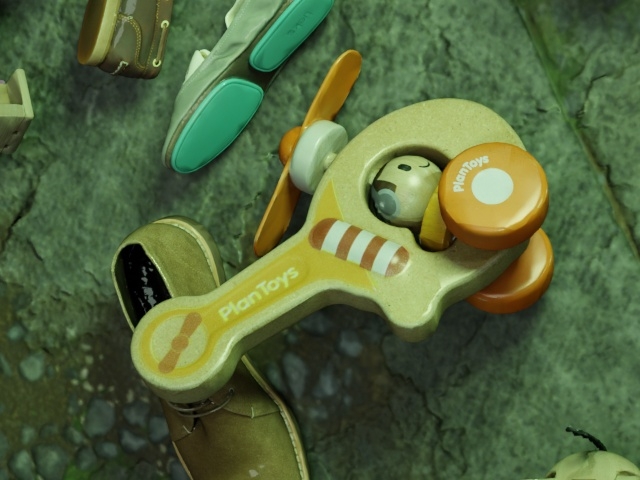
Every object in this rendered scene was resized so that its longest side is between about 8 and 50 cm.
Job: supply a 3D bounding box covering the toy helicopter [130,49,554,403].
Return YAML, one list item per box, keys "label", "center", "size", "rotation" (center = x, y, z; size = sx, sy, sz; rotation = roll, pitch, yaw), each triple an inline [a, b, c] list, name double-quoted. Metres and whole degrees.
- label: "toy helicopter"
  center: [0.000, 0.000, 1.470]
  size: [0.355, 0.140, 0.235]
  rotation: [-32, 61, -8]

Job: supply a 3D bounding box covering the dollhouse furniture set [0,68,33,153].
- label: "dollhouse furniture set"
  center: [-0.438, -0.194, 1.616]
  size: [0.198, 0.286, 0.303]
  rotation: [-43, 55, 52]

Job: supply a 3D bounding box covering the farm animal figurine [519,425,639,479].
- label: "farm animal figurine"
  center: [0.194, 0.311, 1.480]
  size: [0.330, 0.172, 0.326]
  rotation: [15, 88, 21]

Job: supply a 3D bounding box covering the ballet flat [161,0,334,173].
- label: "ballet flat"
  center: [-0.069, -0.151, 1.546]
  size: [0.213, 0.072, 0.068]
  rotation: [-50, 55, 15]

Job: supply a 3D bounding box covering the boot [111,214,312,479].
- label: "boot"
  center: [-0.101, 0.132, 1.557]
  size: [0.112, 0.115, 0.305]
  rotation: [-22, 92, 15]

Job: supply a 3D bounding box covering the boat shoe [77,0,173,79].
- label: "boat shoe"
  center: [-0.144, -0.238, 1.551]
  size: [0.073, 0.073, 0.207]
  rotation: [12, 100, -24]
